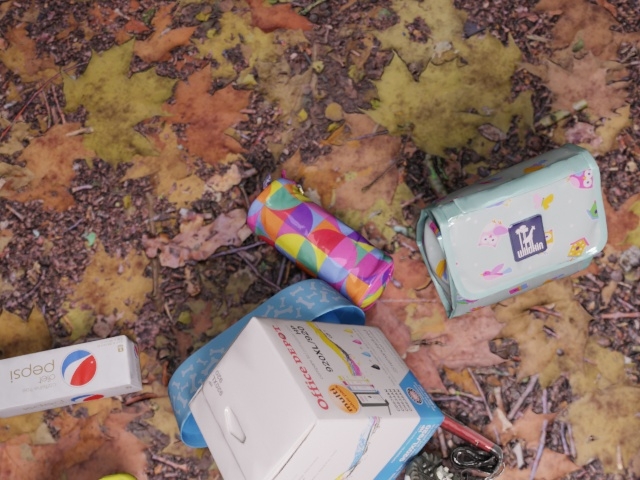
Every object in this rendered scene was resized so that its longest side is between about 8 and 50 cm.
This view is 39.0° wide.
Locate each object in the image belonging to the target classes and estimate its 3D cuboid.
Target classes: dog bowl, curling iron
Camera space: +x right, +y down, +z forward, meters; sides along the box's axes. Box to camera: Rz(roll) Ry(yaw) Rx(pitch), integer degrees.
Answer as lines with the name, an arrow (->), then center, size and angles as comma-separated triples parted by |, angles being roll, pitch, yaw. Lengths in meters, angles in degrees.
dog bowl -> -0.079, 0.163, 1.237 | 0.297, 0.166, 0.074 | -36, 61, -6
curling iron -> 0.132, 0.242, 1.241 | 0.274, 0.035, 0.068 | 35, 80, 12

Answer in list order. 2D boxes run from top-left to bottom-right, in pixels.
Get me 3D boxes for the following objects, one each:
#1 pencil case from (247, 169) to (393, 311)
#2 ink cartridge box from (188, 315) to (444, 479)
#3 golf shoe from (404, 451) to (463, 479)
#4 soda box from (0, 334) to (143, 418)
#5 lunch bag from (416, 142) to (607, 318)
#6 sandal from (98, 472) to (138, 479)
pencil case -> 0.000, 0.000, 1.312 | 0.236, 0.104, 0.104 | 40, 80, 15
ink cartridge box -> -0.006, 0.214, 1.123 | 0.168, 0.232, 0.171 | -55, 50, 23
golf shoe -> 0.153, 0.406, 1.128 | 0.120, 0.105, 0.273 | -29, 79, 38
soda box -> -0.370, 0.197, 1.299 | 0.216, 0.069, 0.074 | -12, 71, 3
lunch bag -> 0.249, -0.015, 1.203 | 0.223, 0.262, 0.160 | -20, 71, -2
sandal -> -0.349, 0.438, 1.196 | 0.317, 0.126, 0.138 | -44, 76, 0
